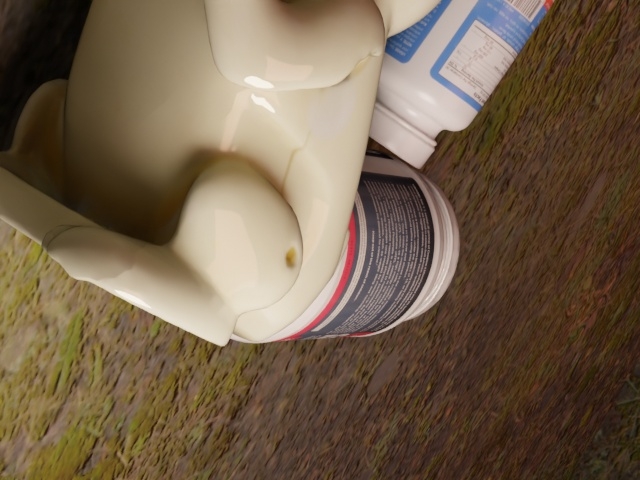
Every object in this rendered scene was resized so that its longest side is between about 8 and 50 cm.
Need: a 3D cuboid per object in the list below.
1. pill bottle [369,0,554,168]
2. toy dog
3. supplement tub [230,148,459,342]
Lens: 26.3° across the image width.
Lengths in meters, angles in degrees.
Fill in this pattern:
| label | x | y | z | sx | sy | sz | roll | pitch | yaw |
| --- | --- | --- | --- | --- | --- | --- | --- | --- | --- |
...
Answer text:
| label | x | y | z | sx | sy | sz | roll | pitch | yaw |
| --- | --- | --- | --- | --- | --- | --- | --- | --- | --- |
| pill bottle | 0.124 | -0.187 | 1.363 | 0.221 | 0.124 | 0.124 | -55 | 153 | 6 |
| toy dog | -0.031 | -0.139 | 0.986 | 0.395 | 0.284 | 0.408 | 29 | 89 | -40 |
| supplement tub | 0.000 | 0.000 | 1.320 | 0.272 | 0.191 | 0.191 | 3 | 120 | -57 |
